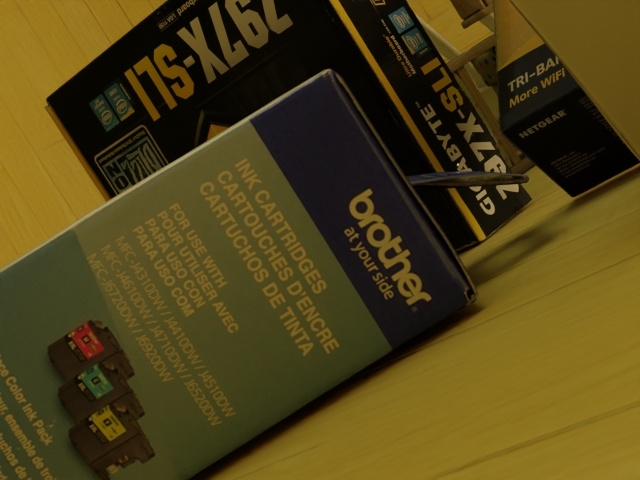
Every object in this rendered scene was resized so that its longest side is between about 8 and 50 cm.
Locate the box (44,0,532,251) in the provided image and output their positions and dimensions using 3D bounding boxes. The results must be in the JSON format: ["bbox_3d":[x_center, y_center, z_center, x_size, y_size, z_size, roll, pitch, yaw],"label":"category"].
[{"bbox_3d":[-0.037,-0.069,1.142,0.322,0.257,0.079,-27,6,47],"label":"box"}]

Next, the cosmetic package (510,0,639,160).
[{"bbox_3d":[0.264,-0.210,0.705,0.366,0.155,0.197,-28,36,29],"label":"cosmetic package"}]

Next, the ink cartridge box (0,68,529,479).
[{"bbox_3d":[-0.076,0.034,0.892,0.395,0.151,0.270,-33,4,-1],"label":"ink cartridge box"}]

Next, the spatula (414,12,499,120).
[{"bbox_3d":[0.164,-0.183,1.402,0.168,0.242,0.019,-24,42,45],"label":"spatula"}]

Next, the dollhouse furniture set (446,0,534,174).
[{"bbox_3d":[0.110,-0.133,1.353,0.101,0.182,0.161,-33,4,-23],"label":"dollhouse furniture set"}]

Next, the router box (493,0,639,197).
[{"bbox_3d":[0.248,-0.197,0.936,0.309,0.081,0.243,-30,39,31],"label":"router box"}]
